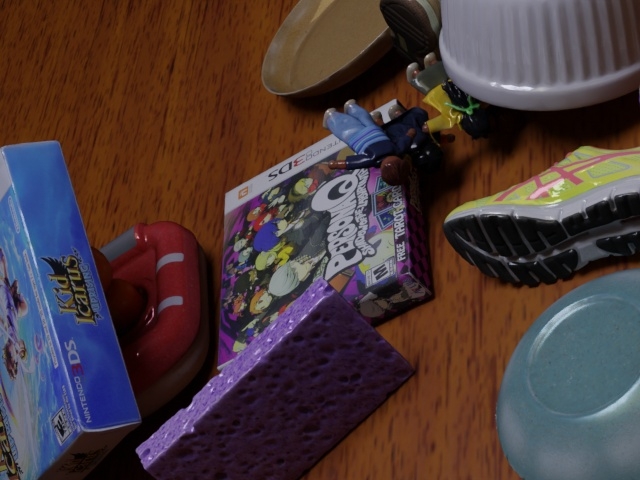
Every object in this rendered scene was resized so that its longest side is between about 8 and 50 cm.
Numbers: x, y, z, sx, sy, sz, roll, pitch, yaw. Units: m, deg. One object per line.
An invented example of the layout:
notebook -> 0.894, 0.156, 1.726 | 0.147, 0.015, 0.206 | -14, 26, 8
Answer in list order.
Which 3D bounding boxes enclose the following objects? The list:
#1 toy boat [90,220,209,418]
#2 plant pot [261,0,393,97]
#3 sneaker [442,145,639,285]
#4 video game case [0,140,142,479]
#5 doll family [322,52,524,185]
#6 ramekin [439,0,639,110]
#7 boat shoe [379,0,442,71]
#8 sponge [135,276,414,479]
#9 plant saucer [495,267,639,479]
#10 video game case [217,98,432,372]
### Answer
toy boat -> -0.198, 0.061, 1.420 | 0.151, 0.151, 0.231 | -33, 37, 20
plant pot -> 0.036, -0.232, 1.542 | 0.236, 0.032, 0.236 | -34, 29, 22
sneaker -> 0.195, -0.028, 1.174 | 0.208, 0.081, 0.094 | -10, 42, 32
video game case -> -0.262, 0.086, 1.350 | 0.244, 0.061, 0.269 | -47, 57, 53
doll family -> 0.094, -0.102, 1.306 | 0.193, 0.076, 0.111 | -33, 49, -5
ramekin -> 0.196, -0.210, 1.245 | 0.207, 0.109, 0.207 | -9, 37, 7
boat shoe -> 0.101, -0.212, 1.372 | 0.072, 0.068, 0.190 | -45, -6, -2
sponge -> -0.035, 0.137, 1.206 | 0.210, 0.117, 0.031 | -43, 33, 5
plant saucer -> 0.201, 0.091, 1.076 | 0.195, 0.037, 0.195 | -27, 40, 26
video game case -> 0.000, 0.000, 1.367 | 0.210, 0.042, 0.232 | -28, 40, 25
